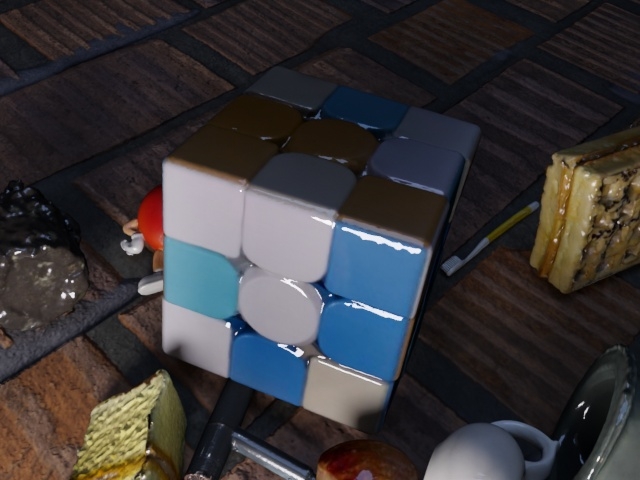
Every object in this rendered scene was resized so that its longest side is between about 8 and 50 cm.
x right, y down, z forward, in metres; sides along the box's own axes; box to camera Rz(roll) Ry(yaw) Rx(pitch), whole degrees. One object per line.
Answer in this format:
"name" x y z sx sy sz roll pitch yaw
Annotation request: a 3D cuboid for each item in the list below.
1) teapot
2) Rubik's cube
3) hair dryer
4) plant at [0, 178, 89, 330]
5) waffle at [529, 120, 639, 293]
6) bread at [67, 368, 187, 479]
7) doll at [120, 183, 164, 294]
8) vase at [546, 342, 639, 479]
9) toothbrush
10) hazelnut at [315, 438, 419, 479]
"teapot" 0.200 0.315 0.836 0.165 0.209 0.299 7 31 34
"Rubik's cube" 0.000 0.000 1.005 0.346 0.347 0.344 18 39 13
"hair dryer" -0.066 0.281 0.964 0.194 0.050 0.173 16 47 4
"plant" -0.473 0.019 1.088 0.204 0.178 0.234 -33 45 -18
"waffle" 0.551 -0.072 1.225 0.376 0.261 0.114 -19 42 -22
"bread" -0.237 0.306 0.881 0.141 0.178 0.266 25 42 -26
"doll" -0.255 -0.016 1.210 0.183 0.085 0.217 -11 65 -15
"vase" 0.459 0.297 0.873 0.291 0.245 0.245 24 48 10
"toothbrush" 0.321 -0.010 1.302 0.288 0.021 0.024 -32 66 -32
"hazelnut" 0.058 0.321 0.857 0.143 0.154 0.143 4 11 -1
